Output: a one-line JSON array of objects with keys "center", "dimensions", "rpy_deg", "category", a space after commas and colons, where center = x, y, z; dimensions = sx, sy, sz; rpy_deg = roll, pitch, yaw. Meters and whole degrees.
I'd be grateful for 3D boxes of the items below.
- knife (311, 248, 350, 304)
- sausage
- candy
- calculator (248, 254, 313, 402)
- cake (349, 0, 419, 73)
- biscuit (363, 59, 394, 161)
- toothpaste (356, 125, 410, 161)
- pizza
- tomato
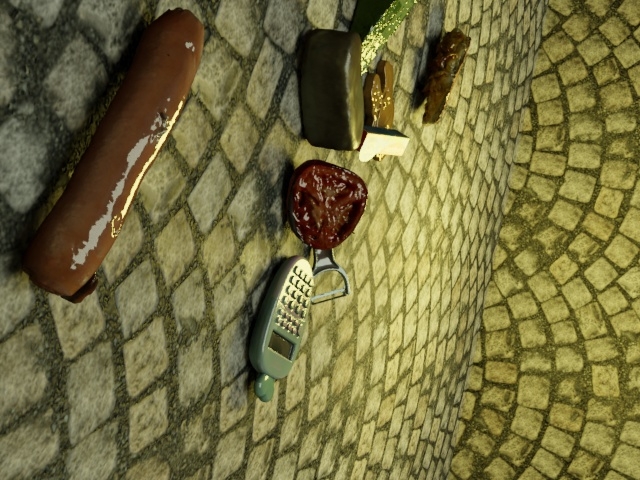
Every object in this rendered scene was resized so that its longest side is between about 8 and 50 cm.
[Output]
[{"center": [-0.001, -0.001, 1.789], "dimensions": [0.123, 0.053, 0.278], "rpy_deg": [-16, 116, -30], "category": "knife"}, {"center": [-0.250, -0.121, 1.084], "dimensions": [0.094, 0.094, 0.419], "rpy_deg": [105, 6, -68], "category": "sausage"}, {"center": [0.025, -0.287, 1.632], "dimensions": [0.102, 0.104, 0.234], "rpy_deg": [-59, 152, -47], "category": "candy"}, {"center": [-0.080, 0.174, 1.698], "dimensions": [0.185, 0.041, 0.299], "rpy_deg": [45, 60, -64], "category": "calculator"}, {"center": [0.096, -0.454, 1.807], "dimensions": [0.235, 0.099, 0.100], "rpy_deg": [-55, 157, -1], "category": "cake"}, {"center": [0.140, -0.295, 1.991], "dimensions": [0.144, 0.040, 0.236], "rpy_deg": [-47, 140, -42], "category": "biscuit"}, {"center": [0.128, -0.218, 1.935], "dimensions": [0.193, 0.044, 0.070], "rpy_deg": [-3, 123, -55], "category": "toothpaste"}, {"center": [0.325, -0.444, 2.276], "dimensions": [0.161, 0.085, 0.305], "rpy_deg": [103, 8, -73], "category": "pizza"}, {"center": [-0.002, -0.076, 1.684], "dimensions": [0.174, 0.166, 0.082], "rpy_deg": [-66, -155, 16], "category": "tomato"}]
